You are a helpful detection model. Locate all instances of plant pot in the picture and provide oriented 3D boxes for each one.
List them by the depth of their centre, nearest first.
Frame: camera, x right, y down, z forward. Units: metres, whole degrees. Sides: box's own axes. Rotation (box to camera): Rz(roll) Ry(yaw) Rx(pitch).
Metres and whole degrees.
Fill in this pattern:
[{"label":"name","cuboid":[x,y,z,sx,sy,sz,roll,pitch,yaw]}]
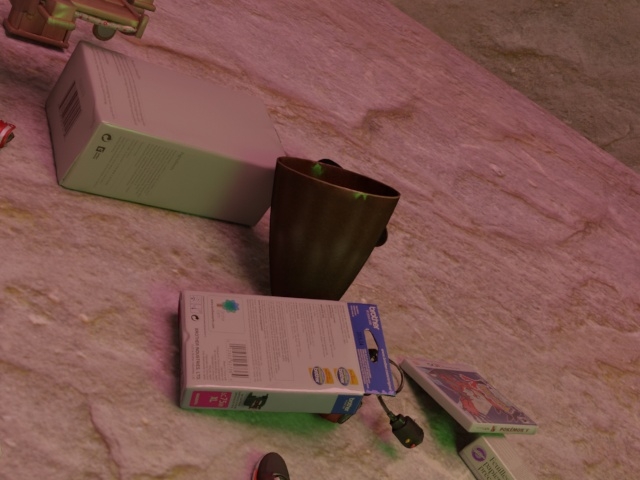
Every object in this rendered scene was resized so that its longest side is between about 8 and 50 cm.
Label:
[{"label":"plant pot","cuboid":[0.000,0.000,1.500,0.215,0.230,0.215,15,12,-3]}]

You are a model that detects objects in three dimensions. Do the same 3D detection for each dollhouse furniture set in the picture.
[{"label":"dollhouse furniture set","cuboid":[-0.398,-0.355,1.512,0.303,0.174,0.355,8,30,-41]}]

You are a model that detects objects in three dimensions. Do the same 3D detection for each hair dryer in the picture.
[{"label":"hair dryer","cuboid":[0.030,0.224,1.454,0.293,0.080,0.223,34,15,-21]}]

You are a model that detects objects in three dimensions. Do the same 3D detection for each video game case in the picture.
[{"label":"video game case","cuboid":[0.267,0.279,1.595,0.183,0.023,0.201,12,20,-39]}]

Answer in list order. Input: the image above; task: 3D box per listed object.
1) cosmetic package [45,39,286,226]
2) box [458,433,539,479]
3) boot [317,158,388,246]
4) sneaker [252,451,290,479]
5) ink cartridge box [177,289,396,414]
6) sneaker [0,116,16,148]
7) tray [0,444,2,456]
[{"label":"cosmetic package","cuboid":[-0.257,-0.175,1.540,0.385,0.156,0.217,15,40,-38]},{"label":"box","cuboid":[0.365,0.467,1.496,0.324,0.063,0.067,52,31,18]},{"label":"boot","cuboid":[0.076,-0.076,1.826,0.219,0.082,0.106,54,12,15]},{"label":"sneaker","cuboid":[-0.050,0.346,1.191,0.061,0.065,0.158,24,35,-26]},{"label":"ink cartridge box","cuboid":[-0.054,0.167,1.321,0.311,0.065,0.186,3,43,-13]},{"label":"sneaker","cuboid":[-0.508,-0.190,1.386,0.067,0.042,0.118,18,45,-26]},{"label":"tray","cuboid":[-0.446,0.123,1.027,0.145,0.030,0.270,34,23,-57]}]
